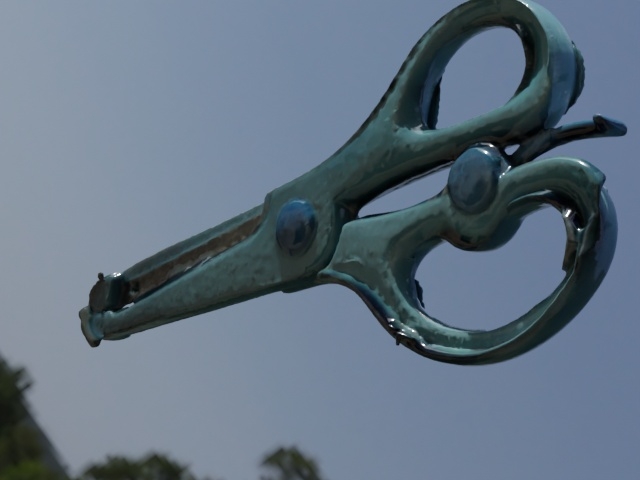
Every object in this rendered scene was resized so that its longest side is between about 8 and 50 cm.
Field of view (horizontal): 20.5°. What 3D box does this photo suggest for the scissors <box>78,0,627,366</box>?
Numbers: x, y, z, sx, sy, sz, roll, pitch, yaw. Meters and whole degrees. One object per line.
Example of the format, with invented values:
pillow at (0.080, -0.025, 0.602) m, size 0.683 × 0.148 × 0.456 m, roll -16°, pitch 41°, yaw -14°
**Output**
scissors at (0.000, 0.000, 0.918) m, size 0.032 × 0.180 × 0.393 m, roll 17°, pitch -26°, yaw -41°
